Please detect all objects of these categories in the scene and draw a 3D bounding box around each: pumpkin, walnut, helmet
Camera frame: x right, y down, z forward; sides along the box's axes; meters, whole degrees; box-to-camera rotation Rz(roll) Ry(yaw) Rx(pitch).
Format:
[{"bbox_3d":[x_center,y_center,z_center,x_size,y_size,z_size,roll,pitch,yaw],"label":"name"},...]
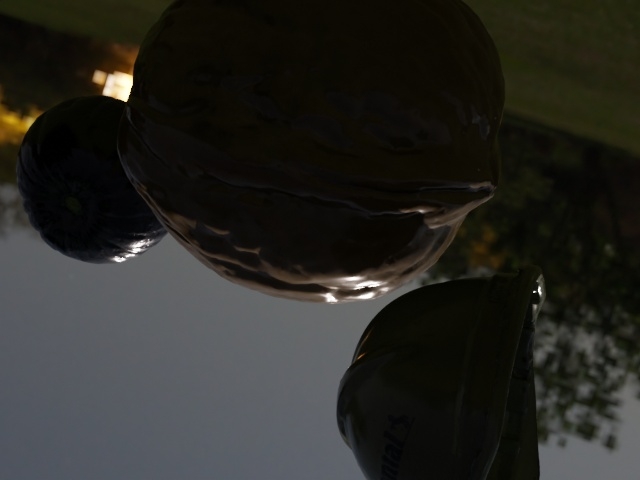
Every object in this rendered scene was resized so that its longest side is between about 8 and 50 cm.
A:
[{"bbox_3d":[-0.249,-0.069,1.661,0.202,0.202,0.140,18,-145,17],"label":"pumpkin"},{"bbox_3d":[-0.005,-0.091,1.181,0.313,0.277,0.252,20,166,21],"label":"walnut"},{"bbox_3d":[0.082,0.131,1.061,0.137,0.257,0.204,7,-148,16],"label":"helmet"}]
